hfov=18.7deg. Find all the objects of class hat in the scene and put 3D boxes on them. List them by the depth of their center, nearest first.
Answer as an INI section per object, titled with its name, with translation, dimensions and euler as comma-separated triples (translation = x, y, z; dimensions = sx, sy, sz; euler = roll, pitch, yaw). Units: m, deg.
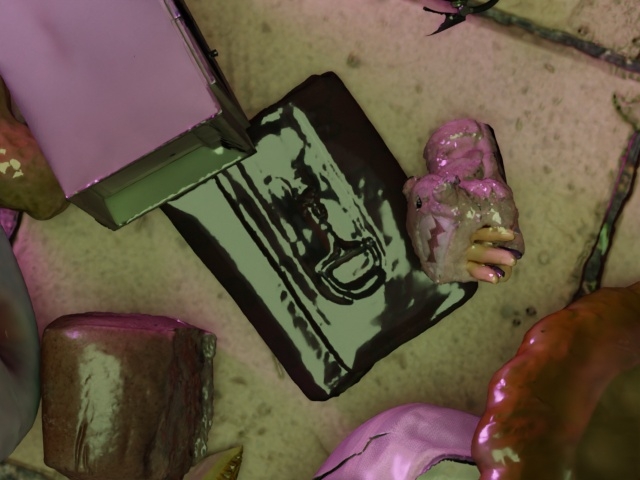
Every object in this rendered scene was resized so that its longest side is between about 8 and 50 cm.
[hat]
translation = 0.076, 0.255, 1.566
dimensions = 0.232, 0.161, 0.275
euler = 30, 118, 8

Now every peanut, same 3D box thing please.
[peanut]
translation = -0.276, -0.092, 1.570
dimensions = 0.089, 0.089, 0.193
euler = -42, 98, 4

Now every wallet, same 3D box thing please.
[wallet]
translation = 0.000, 0.000, 1.590
dimensions = 0.182, 0.049, 0.229
euler = -36, 95, 0

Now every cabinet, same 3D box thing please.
[cabinet]
translation = -0.161, -0.140, 1.505
dimensions = 0.150, 0.145, 0.206
euler = -29, 78, 2

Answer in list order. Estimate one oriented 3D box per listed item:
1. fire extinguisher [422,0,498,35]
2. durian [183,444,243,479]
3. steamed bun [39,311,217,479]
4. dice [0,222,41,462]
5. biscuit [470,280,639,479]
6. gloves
[fire extinguisher]
translation = 0.116, -0.246, 1.571
dimensions = 0.078, 0.045, 0.157
euler = -5, 94, -21
[durian]
translation = -0.113, 0.272, 1.597
dimensions = 0.140, 0.078, 0.224
euler = 23, 96, -1
[steamed bun]
translation = -0.146, 0.128, 1.541
dimensions = 0.106, 0.175, 0.144
euler = 0, 90, 27
[dice]
translation = -0.386, 0.075, 1.467
dimensions = 0.265, 0.262, 0.268
euler = -19, 102, 17
[biscuit]
translation = 0.255, 0.202, 1.513
dimensions = 0.329, 0.078, 0.335
euler = -39, 106, -40
[gloves]
translation = 0.112, -0.028, 1.541
dimensions = 0.094, 0.144, 0.110
euler = -4, 117, 9
